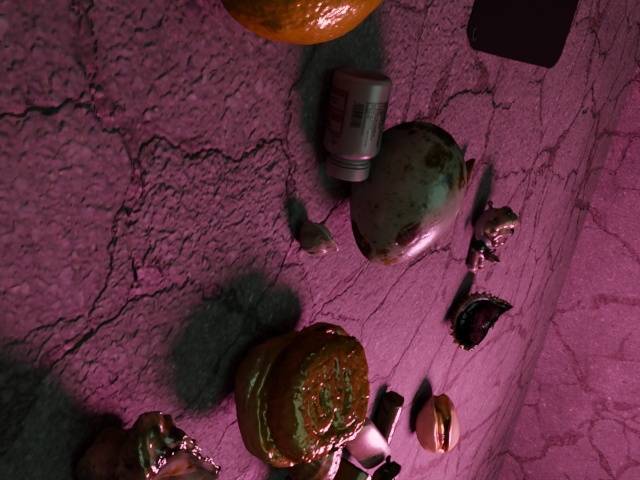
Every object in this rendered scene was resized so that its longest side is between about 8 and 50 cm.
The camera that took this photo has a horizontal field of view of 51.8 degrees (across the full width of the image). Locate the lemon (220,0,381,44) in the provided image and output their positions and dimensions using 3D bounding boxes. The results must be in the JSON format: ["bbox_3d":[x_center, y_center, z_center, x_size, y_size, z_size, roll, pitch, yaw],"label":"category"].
[{"bbox_3d":[-0.013,-0.275,0.612,0.203,0.178,0.178,-31,136,-44],"label":"lemon"}]

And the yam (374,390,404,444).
[{"bbox_3d":[0.152,0.414,1.513,0.054,0.054,0.132,-13,123,-55],"label":"yam"}]

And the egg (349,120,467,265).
[{"bbox_3d":[0.127,-0.067,1.000,0.169,0.169,0.231,-2,119,-58],"label":"egg"}]

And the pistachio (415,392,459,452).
[{"bbox_3d":[0.313,0.492,1.781,0.145,0.117,0.200,-91,169,-51],"label":"pistachio"}]

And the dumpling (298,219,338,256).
[{"bbox_3d":[-0.001,0.000,0.951,0.043,0.059,0.077,-49,152,-46],"label":"dumpling"}]

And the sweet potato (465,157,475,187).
[{"bbox_3d":[0.273,-0.101,1.344,0.179,0.044,0.044,-53,148,-22],"label":"sweet potato"}]

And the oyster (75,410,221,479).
[{"bbox_3d":[-0.207,0.303,0.789,0.166,0.110,0.341,-39,144,-30],"label":"oyster"}]

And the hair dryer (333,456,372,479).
[{"bbox_3d":[0.061,0.562,1.453,0.135,0.090,0.278,-59,156,-12],"label":"hair dryer"}]

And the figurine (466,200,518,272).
[{"bbox_3d":[0.414,0.000,1.596,0.147,0.093,0.197,-25,133,-36],"label":"figurine"}]

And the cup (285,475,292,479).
[{"bbox_3d":[-0.027,0.471,1.251,0.077,0.078,0.100,62,27,-61],"label":"cup"}]

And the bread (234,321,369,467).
[{"bbox_3d":[-0.022,0.231,0.993,0.236,0.120,0.198,-12,101,-46],"label":"bread"}]

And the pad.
[{"bbox_3d":[0.399,-0.509,1.272,0.375,0.063,0.315,-5,116,-46],"label":"pad"}]

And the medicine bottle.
[{"bbox_3d":[0.046,-0.156,0.892,0.079,0.079,0.140,-25,132,-50],"label":"medicine bottle"}]

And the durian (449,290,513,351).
[{"bbox_3d":[0.389,0.199,1.729,0.187,0.119,0.108,-45,-176,-13],"label":"durian"}]

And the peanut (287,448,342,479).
[{"bbox_3d":[-0.008,0.341,1.152,0.108,0.095,0.226,-7,116,-45],"label":"peanut"}]

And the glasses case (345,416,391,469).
[{"bbox_3d":[0.099,0.440,1.426,0.081,0.051,0.204,-39,139,-5],"label":"glasses case"}]

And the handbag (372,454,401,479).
[{"bbox_3d":[0.141,0.528,1.467,0.072,0.047,0.111,-49,168,-39],"label":"handbag"}]
